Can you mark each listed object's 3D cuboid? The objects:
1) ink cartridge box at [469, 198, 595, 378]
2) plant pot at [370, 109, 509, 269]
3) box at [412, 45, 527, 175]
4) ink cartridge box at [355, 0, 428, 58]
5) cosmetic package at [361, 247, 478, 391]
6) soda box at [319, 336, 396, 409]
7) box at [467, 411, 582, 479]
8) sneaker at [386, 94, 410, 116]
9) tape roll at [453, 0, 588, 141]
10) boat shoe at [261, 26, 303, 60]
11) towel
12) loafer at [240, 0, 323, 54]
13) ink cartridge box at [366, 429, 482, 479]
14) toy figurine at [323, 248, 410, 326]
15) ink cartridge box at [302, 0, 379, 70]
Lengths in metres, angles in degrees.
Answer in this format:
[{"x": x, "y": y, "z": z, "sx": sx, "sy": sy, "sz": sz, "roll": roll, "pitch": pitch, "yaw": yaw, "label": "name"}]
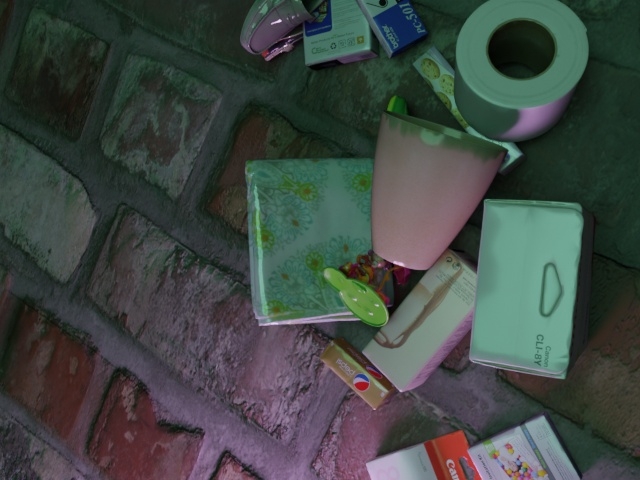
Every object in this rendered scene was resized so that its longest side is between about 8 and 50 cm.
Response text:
[{"x": 0.403, "y": 0.076, "z": 1.186, "sx": 0.160, "sy": 0.384, "sz": 0.280, "roll": 5, "pitch": 90, "yaw": 26, "label": "ink cartridge box"}, {"x": 0.204, "y": -0.091, "z": 1.294, "sx": 0.256, "sy": 0.256, "sz": 0.274, "roll": 25, "pitch": 108, "yaw": 24, "label": "plant pot"}, {"x": 0.324, "y": -0.286, "z": 1.414, "sx": 0.067, "sy": 0.063, "sz": 0.324, "roll": -39, "pitch": 73, "yaw": 19, "label": "box"}, {"x": 0.150, "y": -0.532, "z": 1.475, "sx": 0.097, "sy": 0.046, "sz": 0.207, "roll": -30, "pitch": 89, "yaw": -4, "label": "ink cartridge box"}, {"x": 0.245, "y": 0.169, "z": 1.392, "sx": 0.129, "sy": 0.153, "sz": 0.296, "roll": 43, "pitch": 105, "yaw": 22, "label": "cosmetic package"}, {"x": 0.087, "y": 0.308, "z": 1.512, "sx": 0.181, "sy": 0.061, "sz": 0.058, "roll": 39, "pitch": 105, "yaw": 22, "label": "soda box"}, {"x": 0.425, "y": 0.466, "z": 1.356, "sx": 0.186, "sy": 0.038, "sz": 0.145, "roll": -33, "pitch": 75, "yaw": 23, "label": "box"}, {"x": 0.217, "y": -0.185, "z": 1.455, "sx": 0.123, "sy": 0.109, "sz": 0.296, "roll": -15, "pitch": 83, "yaw": 7, "label": "sneaker"}, {"x": 0.390, "y": -0.340, "z": 1.288, "sx": 0.246, "sy": 0.169, "sz": 0.246, "roll": -2, "pitch": 76, "yaw": 10, "label": "tape roll"}, {"x": -0.091, "y": -0.499, "z": 1.636, "sx": 0.137, "sy": 0.049, "sz": 0.043, "roll": -17, "pitch": 123, "yaw": 22, "label": "boat shoe"}, {"x": 0.000, "y": 0.000, "z": 1.452, "sx": 0.320, "sy": 0.090, "sz": 0.375, "roll": -2, "pitch": 86, "yaw": -17, "label": "towel"}, {"x": -0.064, "y": -0.559, "z": 1.521, "sx": 0.319, "sy": 0.112, "sz": 0.111, "roll": -45, "pitch": 61, "yaw": 20, "label": "loafer"}, {"x": 0.239, "y": 0.548, "z": 1.436, "sx": 0.232, "sy": 0.066, "sz": 0.189, "roll": -28, "pitch": 77, "yaw": 27, "label": "ink cartridge box"}, {"x": 0.120, "y": 0.072, "z": 1.398, "sx": 0.173, "sy": 0.159, "sz": 0.130, "roll": 39, "pitch": 149, "yaw": 11, "label": "toy figurine"}, {"x": 0.039, "y": -0.614, "z": 1.564, "sx": 0.175, "sy": 0.069, "sz": 0.371, "roll": -5, "pitch": 89, "yaw": 27, "label": "ink cartridge box"}]
